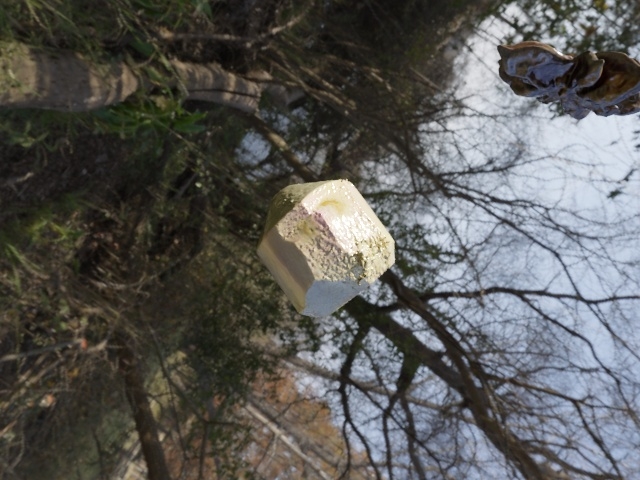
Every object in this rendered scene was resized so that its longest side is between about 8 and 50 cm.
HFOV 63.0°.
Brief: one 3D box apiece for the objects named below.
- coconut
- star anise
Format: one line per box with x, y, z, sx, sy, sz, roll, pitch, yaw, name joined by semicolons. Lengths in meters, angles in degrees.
0.000;0.000;0.496;0.116;0.122;0.116;-39;175;-4;coconut
0.355;-0.221;0.738;0.197;0.212;0.073;9;101;-52;star anise
